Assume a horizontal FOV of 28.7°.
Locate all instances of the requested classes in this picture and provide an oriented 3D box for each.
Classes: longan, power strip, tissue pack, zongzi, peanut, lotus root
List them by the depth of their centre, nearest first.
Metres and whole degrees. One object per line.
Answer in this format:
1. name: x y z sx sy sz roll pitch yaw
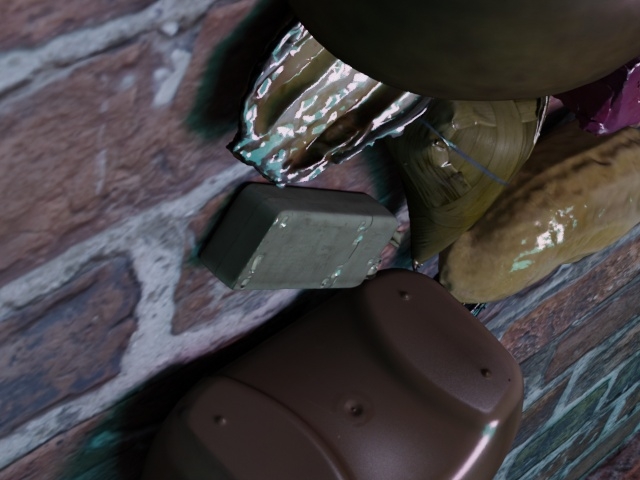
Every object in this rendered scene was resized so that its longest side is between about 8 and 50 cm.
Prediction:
1. longan: 0.114 -0.236 0.789 0.319 0.319 0.319 -37 153 -23
2. lotus root: 0.045 -0.181 1.011 0.329 0.078 0.167 -44 132 -6
3. power strip: 0.000 0.000 1.212 0.093 0.053 0.288 -58 154 16
4. zongzi: 0.102 -0.057 1.230 0.228 0.115 0.256 -15 142 -55
5. tissue pack: 0.012 0.233 1.311 0.387 0.267 0.277 -33 152 -32
6. peanut: 0.267 -0.043 1.474 0.340 0.158 0.174 -22 174 -37

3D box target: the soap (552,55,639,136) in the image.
1. soap: 0.315 -0.230 1.226 0.112 0.182 0.289 92 21 -55

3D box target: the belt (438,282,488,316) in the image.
1. belt: 0.176 0.080 1.605 0.140 0.058 0.105 -50 158 1
